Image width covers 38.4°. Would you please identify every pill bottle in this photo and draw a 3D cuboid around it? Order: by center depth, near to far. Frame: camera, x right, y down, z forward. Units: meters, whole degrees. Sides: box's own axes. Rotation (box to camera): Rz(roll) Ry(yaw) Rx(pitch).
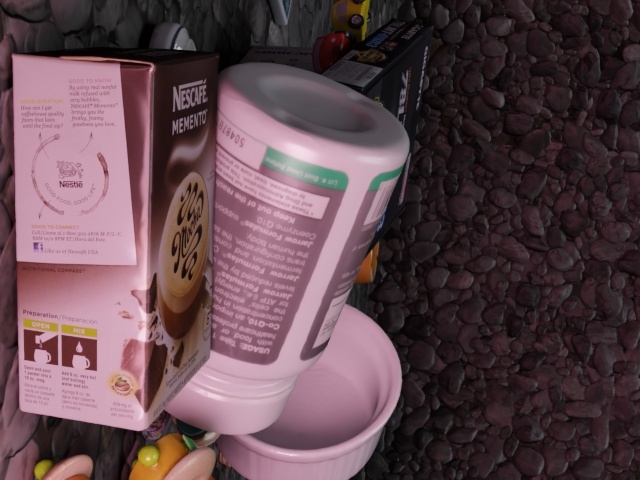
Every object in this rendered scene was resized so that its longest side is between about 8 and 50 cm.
[{"bbox_3d":[-0.062,0.015,0.969,0.204,0.204,0.361,-62,175,-64],"label":"pill bottle"}]

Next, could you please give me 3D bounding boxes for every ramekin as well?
[{"bbox_3d":[-0.032,0.220,1.301,0.277,0.277,0.135,-74,173,-45],"label":"ramekin"}]

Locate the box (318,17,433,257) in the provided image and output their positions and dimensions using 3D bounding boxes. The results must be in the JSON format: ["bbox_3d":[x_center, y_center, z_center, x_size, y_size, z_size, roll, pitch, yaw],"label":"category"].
[{"bbox_3d":[0.058,-0.116,1.220,0.293,0.073,0.295,-46,149,-54],"label":"box"}]

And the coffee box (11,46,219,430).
[{"bbox_3d":[-0.169,-0.013,0.790,0.168,0.119,0.297,-50,145,-71],"label":"coffee box"}]

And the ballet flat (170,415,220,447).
[{"bbox_3d":[-0.141,0.211,1.068,0.052,0.057,0.168,67,-14,-17],"label":"ballet flat"}]

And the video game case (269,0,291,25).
[{"bbox_3d":[-0.062,-0.463,1.411,0.201,0.023,0.183,71,26,-69],"label":"video game case"}]

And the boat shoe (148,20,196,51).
[{"bbox_3d":[-0.133,-0.116,1.023,0.096,0.088,0.267,-71,164,-52],"label":"boat shoe"}]

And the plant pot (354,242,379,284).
[{"bbox_3d":[0.000,0.000,1.533,0.205,0.188,0.205,5,90,-82],"label":"plant pot"}]

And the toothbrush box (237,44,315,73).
[{"bbox_3d":[-0.068,-0.123,1.275,0.295,0.126,0.216,-68,160,-56],"label":"toothbrush box"}]

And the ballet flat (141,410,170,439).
[{"bbox_3d":[-0.183,0.175,1.063,0.114,0.041,0.041,-75,167,-45],"label":"ballet flat"}]

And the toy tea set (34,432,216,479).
[{"bbox_3d":[-0.200,0.266,0.920,0.200,0.124,0.336,-46,156,-23],"label":"toy tea set"}]

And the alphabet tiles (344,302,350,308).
[{"bbox_3d":[-0.036,0.096,1.424,0.009,0.198,0.237,-38,138,-41],"label":"alphabet tiles"}]

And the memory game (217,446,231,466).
[{"bbox_3d":[-0.133,0.269,1.468,0.186,0.012,0.186,6,90,-80],"label":"memory game"}]

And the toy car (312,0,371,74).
[{"bbox_3d":[0.032,-0.224,1.294,0.239,0.053,0.225,-71,161,-53],"label":"toy car"}]
